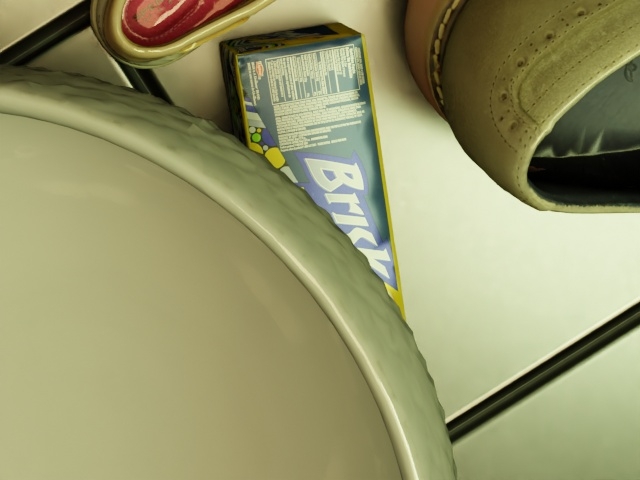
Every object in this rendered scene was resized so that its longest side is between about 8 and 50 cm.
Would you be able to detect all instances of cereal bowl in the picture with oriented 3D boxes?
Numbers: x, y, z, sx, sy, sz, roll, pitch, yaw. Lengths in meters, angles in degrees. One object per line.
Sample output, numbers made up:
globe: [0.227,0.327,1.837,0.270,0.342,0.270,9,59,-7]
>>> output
cereal bowl: [-0.106,0.095,0.695,0.339,0.141,0.339,3,105,13]

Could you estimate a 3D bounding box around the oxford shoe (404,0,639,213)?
oxford shoe: [0.239,-0.075,0.715,0.397,0.146,0.140,-13,124,-2]

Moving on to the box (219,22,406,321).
box: [0.000,0.000,0.756,0.054,0.059,0.168,-10,103,-7]

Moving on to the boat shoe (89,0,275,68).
boat shoe: [-0.017,-0.125,0.728,0.170,0.059,0.063,-42,104,2]
